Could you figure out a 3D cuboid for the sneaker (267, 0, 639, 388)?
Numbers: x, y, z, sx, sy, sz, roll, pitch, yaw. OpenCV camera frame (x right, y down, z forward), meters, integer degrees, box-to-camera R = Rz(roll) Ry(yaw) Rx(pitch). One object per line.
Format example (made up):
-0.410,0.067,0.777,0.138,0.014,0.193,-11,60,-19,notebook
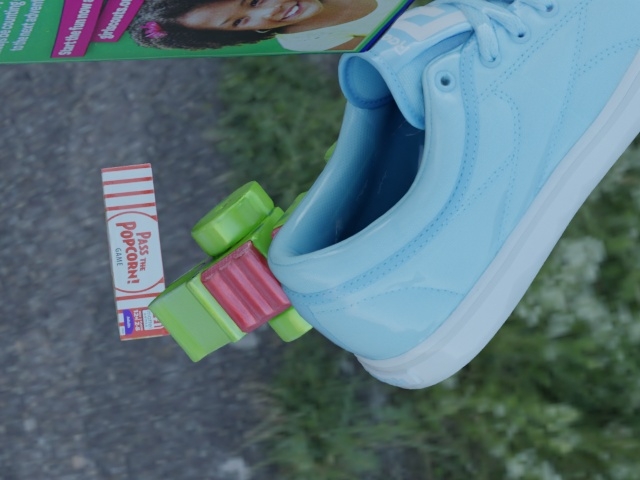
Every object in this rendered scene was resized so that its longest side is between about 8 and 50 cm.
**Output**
0.097,-0.098,0.926,0.150,0.135,0.366,35,79,-38,sneaker

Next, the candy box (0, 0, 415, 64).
-0.131,-0.201,0.582,0.317,0.122,0.268,-5,75,-18,candy box

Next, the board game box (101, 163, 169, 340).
-0.165,0.007,1.439,0.045,0.193,0.147,-6,93,-6,board game box

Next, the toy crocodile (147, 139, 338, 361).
0.000,0.000,1.186,0.115,0.340,0.105,54,33,-11,toy crocodile
